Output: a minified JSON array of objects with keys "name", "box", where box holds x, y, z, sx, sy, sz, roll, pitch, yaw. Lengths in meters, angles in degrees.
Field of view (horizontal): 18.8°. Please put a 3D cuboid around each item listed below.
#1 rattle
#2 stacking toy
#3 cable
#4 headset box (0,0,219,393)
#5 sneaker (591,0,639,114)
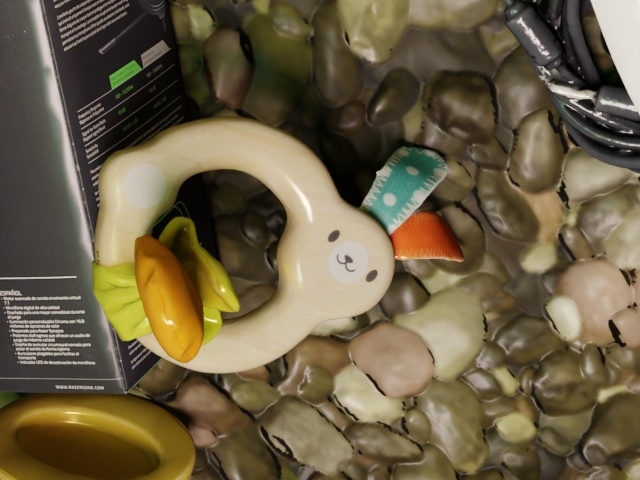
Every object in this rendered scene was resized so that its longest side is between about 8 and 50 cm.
[{"name":"rattle","box":[0.000,0.000,0.911,0.199,0.143,0.130,3,78,-18]},{"name":"stacking toy","box":[-0.253,0.171,1.058,0.309,0.279,0.130,16,117,19]},{"name":"cable","box":[0.182,-0.102,0.897,0.184,0.047,0.151,-20,104,27]},{"name":"headset box","box":[-0.207,-0.073,1.013,0.246,0.131,0.283,-2,111,23]},{"name":"sneaker","box":[0.193,-0.134,0.766,0.169,0.108,0.292,-12,130,25]}]
